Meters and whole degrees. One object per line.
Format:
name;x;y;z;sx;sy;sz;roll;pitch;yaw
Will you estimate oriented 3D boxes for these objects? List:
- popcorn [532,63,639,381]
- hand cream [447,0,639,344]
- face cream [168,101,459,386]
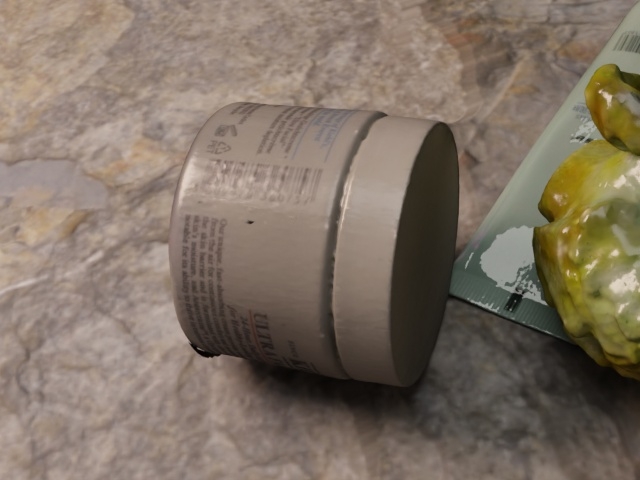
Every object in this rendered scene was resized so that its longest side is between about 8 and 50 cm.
popcorn;0.222;-0.009;0.691;0.197;0.213;0.198;-8;26;4
hand cream;0.212;-0.068;0.843;0.109;0.067;0.321;22;62;25
face cream;0.000;0.000;0.738;0.152;0.177;0.177;7;51;19
